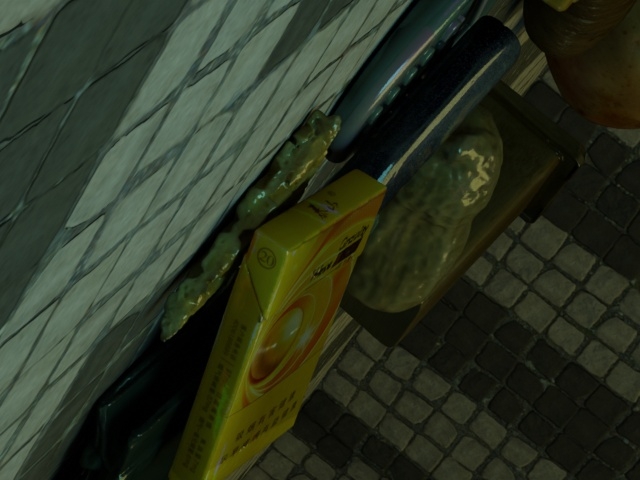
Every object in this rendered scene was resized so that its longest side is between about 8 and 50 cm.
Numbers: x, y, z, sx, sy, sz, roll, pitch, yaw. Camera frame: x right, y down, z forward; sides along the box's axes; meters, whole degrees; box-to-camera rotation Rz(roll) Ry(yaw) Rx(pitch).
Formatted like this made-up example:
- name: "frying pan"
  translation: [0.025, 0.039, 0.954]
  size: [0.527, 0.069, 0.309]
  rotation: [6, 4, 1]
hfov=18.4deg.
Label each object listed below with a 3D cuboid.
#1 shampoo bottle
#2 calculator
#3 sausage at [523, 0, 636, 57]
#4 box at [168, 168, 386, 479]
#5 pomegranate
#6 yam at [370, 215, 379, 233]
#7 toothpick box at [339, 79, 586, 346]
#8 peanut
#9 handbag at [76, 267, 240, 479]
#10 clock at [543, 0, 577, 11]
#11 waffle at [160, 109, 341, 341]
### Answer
- name: "shampoo bottle"
  translation: [0.079, -0.092, 1.692]
  size: [0.234, 0.049, 0.087]
  rotation: [-48, 172, -11]
- name: "calculator"
  translation: [0.100, -0.184, 1.725]
  size: [0.299, 0.041, 0.185]
  rotation: [-49, 175, -15]
- name: "sausage"
  translation: [0.316, -0.322, 2.302]
  size: [0.136, 0.123, 0.501]
  rotation: [-23, 173, -3]
- name: "box"
  translation: [-0.038, 0.077, 1.624]
  size: [0.152, 0.043, 0.269]
  rotation: [-34, 151, -52]
- name: "pomegranate"
  translation: [0.464, -0.322, 2.759]
  size: [0.338, 0.338, 0.338]
  rotation: [-52, 175, -6]
- name: "yam"
  translation: [0.000, 0.000, 1.961]
  size: [0.068, 0.068, 0.169]
  rotation: [-56, 175, 36]
- name: "toothpick box"
  translation: [0.146, -0.035, 2.440]
  size: [0.308, 0.190, 0.187]
  rotation: [-46, 174, -29]
- name: "peanut"
  translation: [0.106, -0.052, 2.190]
  size: [0.291, 0.143, 0.159]
  rotation: [115, -21, -45]
- name: "handbag"
  translation: [-0.144, 0.167, 1.737]
  size: [0.260, 0.079, 0.247]
  rotation: [-44, 168, -46]
- name: "clock"
  translation: [0.272, -0.336, 1.948]
  size: [0.202, 0.096, 0.143]
  rotation: [-56, 177, 38]
- name: "waffle"
  translation: [-0.056, -0.014, 1.522]
  size: [0.191, 0.032, 0.125]
  rotation: [-49, 176, -46]
